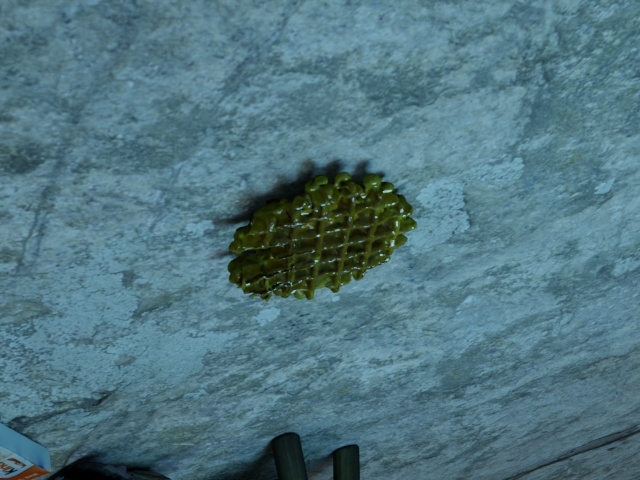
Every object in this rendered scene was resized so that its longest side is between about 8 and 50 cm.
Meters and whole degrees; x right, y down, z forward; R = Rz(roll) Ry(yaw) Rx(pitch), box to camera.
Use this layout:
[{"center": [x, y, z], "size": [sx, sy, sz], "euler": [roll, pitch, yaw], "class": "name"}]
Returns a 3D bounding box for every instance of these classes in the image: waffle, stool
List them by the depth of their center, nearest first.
[{"center": [0.000, 0.000, 1.063], "size": [0.232, 0.051, 0.229], "euler": [-35, 146, 21], "class": "waffle"}, {"center": [-0.062, 0.550, 1.725], "size": [0.310, 0.226, 0.310], "euler": [-35, 147, 23], "class": "stool"}]

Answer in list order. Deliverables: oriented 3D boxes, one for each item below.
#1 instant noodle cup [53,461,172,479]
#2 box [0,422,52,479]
[{"center": [-0.336, 0.501, 1.503], "size": [0.302, 0.258, 0.181], "euler": [-33, 162, 22], "class": "instant noodle cup"}, {"center": [-0.574, 0.332, 1.261], "size": [0.273, 0.048, 0.265], "euler": [-20, 149, 2], "class": "box"}]
